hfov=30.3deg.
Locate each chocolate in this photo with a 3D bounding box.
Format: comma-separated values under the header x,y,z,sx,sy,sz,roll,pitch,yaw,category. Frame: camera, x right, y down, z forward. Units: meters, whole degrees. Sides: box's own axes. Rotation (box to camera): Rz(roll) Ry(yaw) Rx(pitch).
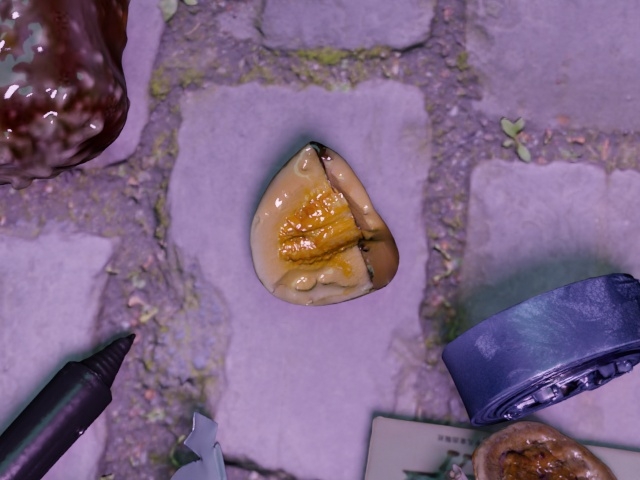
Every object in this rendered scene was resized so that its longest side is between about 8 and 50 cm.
x,y,z,sx,sy,sz,roll,pitch,yaw,category
-0.332,-0.149,1.128,0.340,0.225,0.210,-13,75,4,chocolate

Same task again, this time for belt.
x,y,z,sx,sy,sz,roll,pitch,yaw,category
0.205,0.095,1.012,0.190,0.141,0.082,-19,69,-12,belt

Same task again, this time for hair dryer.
x,y,z,sx,sy,sz,roll,pitch,yaw,category
-0.298,0.204,1.054,0.189,0.107,0.352,32,66,19,hair dryer

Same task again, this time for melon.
x,y,z,sx,sy,sz,roll,pitch,yaw,category
0.000,0.000,1.112,0.128,0.079,0.160,-28,68,14,melon

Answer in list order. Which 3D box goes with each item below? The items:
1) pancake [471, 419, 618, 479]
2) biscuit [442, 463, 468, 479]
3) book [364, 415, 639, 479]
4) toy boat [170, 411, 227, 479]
x,y,z,sx,sy,sz,roll,pitch,yaw,category
0.190,0.206,0.972,0.139,0.022,0.139,11,46,-12,pancake
0.133,0.305,0.936,0.108,0.062,0.239,-31,69,-12,biscuit
0.143,0.340,0.973,0.260,0.043,0.371,7,68,9,book
-0.060,0.285,0.965,0.070,0.210,0.292,-31,24,15,toy boat
